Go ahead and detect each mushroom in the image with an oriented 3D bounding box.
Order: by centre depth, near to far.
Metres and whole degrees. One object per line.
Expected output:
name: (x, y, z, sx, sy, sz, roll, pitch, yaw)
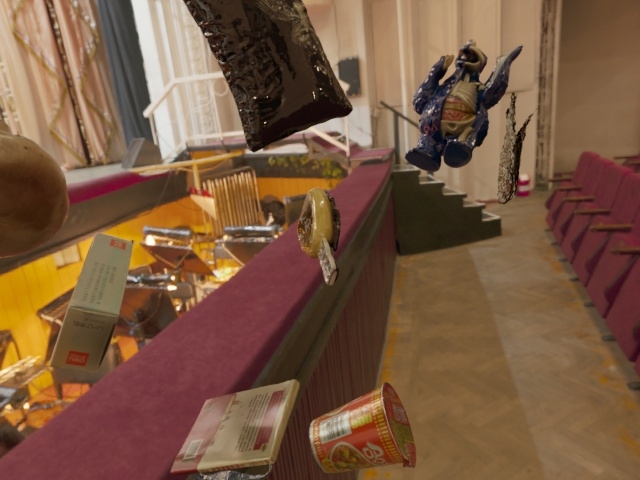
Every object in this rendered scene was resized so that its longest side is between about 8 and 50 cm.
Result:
mushroom: (-0.634, -0.126, 0.819, 0.292, 0.290, 0.293, -17, -26, -9)

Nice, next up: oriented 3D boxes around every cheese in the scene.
cheese: (0.001, 0.000, 0.574, 0.036, 0.086, 0.162, 10, 31, -20)

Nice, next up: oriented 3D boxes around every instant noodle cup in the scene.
instant noodle cup: (0.095, 0.468, 1.043, 0.212, 0.193, 0.193, -25, 12, 15)

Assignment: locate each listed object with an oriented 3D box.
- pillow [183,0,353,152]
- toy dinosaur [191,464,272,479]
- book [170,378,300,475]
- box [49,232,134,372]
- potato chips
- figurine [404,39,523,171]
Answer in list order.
pillow: (-0.061, -0.225, 0.517, 0.141, 0.208, 0.055, -24, 7, -7)
toy dinosaur: (-0.312, 0.822, 1.453, 0.362, 0.147, 0.076, -15, -8, 22)
book: (-0.156, 0.345, 0.805, 0.231, 0.022, 0.162, -20, 26, 25)
box: (-0.416, 0.102, 0.811, 0.079, 0.135, 0.269, 19, 20, -26)
potato chips: (0.337, -0.161, 0.765, 0.029, 0.202, 0.220, 9, 15, 15)
figurine: (0.254, -0.244, 0.800, 0.164, 0.262, 0.120, 24, -7, 39)
